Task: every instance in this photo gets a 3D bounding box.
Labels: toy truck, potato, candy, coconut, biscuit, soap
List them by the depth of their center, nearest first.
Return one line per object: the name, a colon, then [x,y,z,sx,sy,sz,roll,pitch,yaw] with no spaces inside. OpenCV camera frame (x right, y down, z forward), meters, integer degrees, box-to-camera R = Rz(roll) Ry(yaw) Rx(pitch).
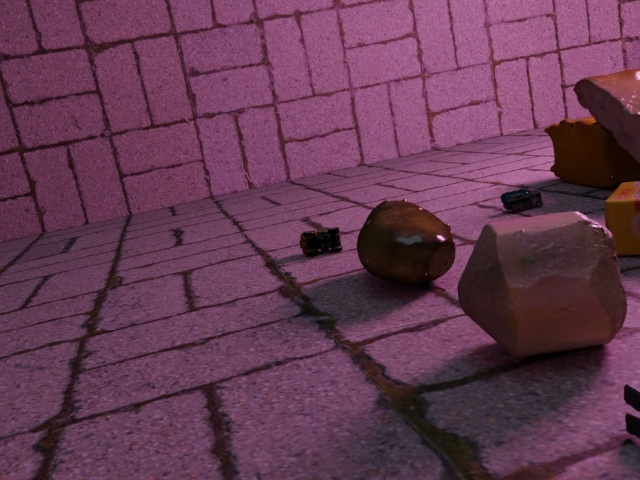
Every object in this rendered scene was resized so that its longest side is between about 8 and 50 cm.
coconut: [0.218,0.046,0.677,0.152,0.147,0.147,-7,12,7]
candy: [0.552,-0.040,0.910,0.275,0.088,0.146,-3,15,37]
potato: [0.129,0.008,1.020,0.149,0.113,0.251,-4,19,-5]
biscuit: [0.764,-0.225,1.233,0.445,0.104,0.429,-5,37,3]
toy truck: [0.000,0.000,1.321,0.083,0.049,0.054,-9,10,4]
toy truck: [0.416,-0.085,1.364,0.083,0.044,0.039,-13,15,-9]
soap: [0.725,-0.230,1.509,0.334,0.156,0.293,-12,10,-7]

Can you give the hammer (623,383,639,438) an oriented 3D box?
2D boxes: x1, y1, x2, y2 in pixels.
hammer: [0.333,0.108,0.509,0.158,0.041,0.226,0,16,36]
